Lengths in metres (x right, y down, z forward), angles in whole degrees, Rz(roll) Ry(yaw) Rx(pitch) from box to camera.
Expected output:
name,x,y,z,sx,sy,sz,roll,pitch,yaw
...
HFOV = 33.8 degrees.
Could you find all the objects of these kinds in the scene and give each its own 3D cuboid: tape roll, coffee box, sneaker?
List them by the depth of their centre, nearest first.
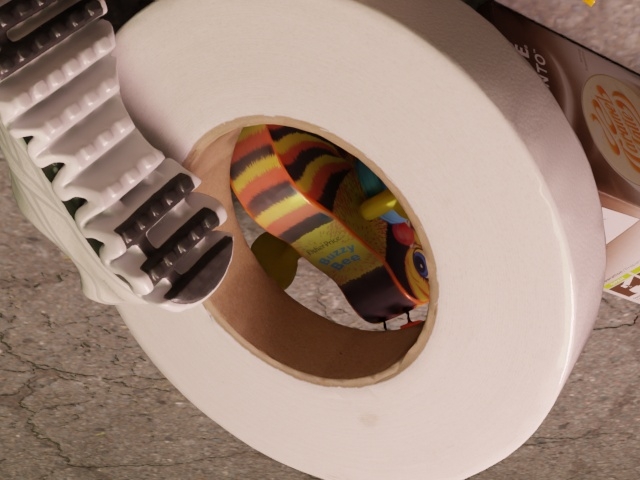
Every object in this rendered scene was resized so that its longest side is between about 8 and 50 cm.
name,x,y,z,sx,sy,sz,roll,pitch,yaw
sneaker,-0.176,-0.076,0.688,0.118,0.110,0.292,-12,110,47
tape roll,0.000,0.000,0.730,0.392,0.072,0.392,16,126,24
coffee box,0.195,-0.056,0.789,0.246,0.141,0.098,18,143,-28

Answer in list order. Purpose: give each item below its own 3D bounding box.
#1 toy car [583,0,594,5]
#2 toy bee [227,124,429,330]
name,x,y,z,sx,sy,sz,roll,pitch,yaw
toy car,0.155,-0.202,0.673,0.041,0.060,0.122,-56,153,2
toy bee,0.046,0.000,0.855,0.298,0.162,0.195,14,143,-22
